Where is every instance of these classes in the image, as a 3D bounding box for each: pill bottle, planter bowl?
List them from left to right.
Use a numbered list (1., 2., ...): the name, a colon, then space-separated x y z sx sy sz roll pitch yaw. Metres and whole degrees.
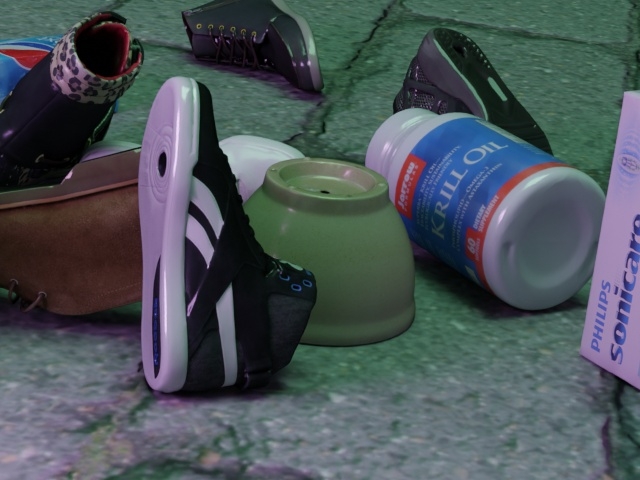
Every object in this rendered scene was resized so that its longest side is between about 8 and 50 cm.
1. planter bowl: 0.000 0.000 1.337 0.162 0.109 0.162 5 21 -2
2. pill bottle: 0.132 -0.036 1.450 0.124 0.124 0.221 -6 23 -30

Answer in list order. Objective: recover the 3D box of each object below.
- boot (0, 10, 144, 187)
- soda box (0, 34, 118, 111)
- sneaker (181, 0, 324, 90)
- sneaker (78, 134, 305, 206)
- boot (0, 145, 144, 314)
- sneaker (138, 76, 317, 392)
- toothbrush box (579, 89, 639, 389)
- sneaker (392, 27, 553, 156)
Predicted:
1. boot: -0.209 -0.133 1.520 0.085 0.178 0.236 48 31 -3
2. soda box: -0.307 -0.161 1.722 0.210 0.071 0.067 -11 27 -39
3. sneaker: -0.078 -0.217 1.960 0.118 0.083 0.222 -19 34 -12
4. sneaker: -0.114 -0.039 1.469 0.212 0.080 0.094 0 24 10
5. boot: -0.227 0.013 1.257 0.305 0.115 0.112 -13 7 4
6. sneaker: -0.061 -0.003 1.200 0.121 0.217 0.079 1 2 -25
7. toothbrush box: 0.337 0.032 1.201 0.126 0.216 0.295 -7 25 -32
8. sneaker: 0.142 -0.085 1.660 0.087 0.130 0.227 -5 51 -39
